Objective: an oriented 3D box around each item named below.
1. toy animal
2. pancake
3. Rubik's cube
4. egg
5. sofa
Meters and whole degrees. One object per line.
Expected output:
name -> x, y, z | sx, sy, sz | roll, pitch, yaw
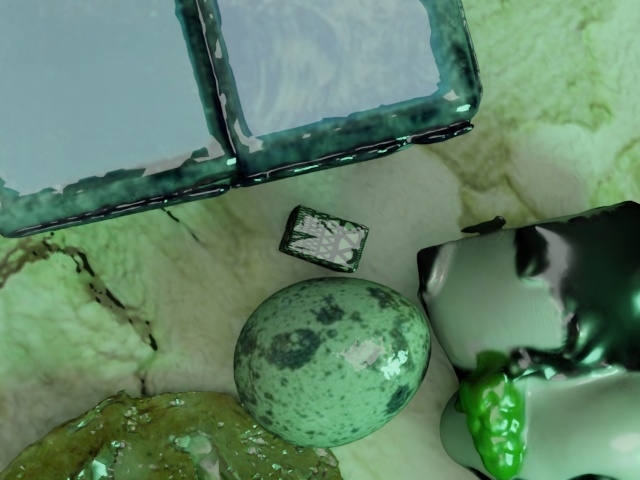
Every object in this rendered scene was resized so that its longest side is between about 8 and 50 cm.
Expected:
toy animal -> 0.185, 0.105, 0.853 | 0.212, 0.212, 0.267 | -7, 84, -5
pancake -> -0.113, 0.281, 0.854 | 0.356, 0.065, 0.356 | 6, 73, -19
Rubik's cube -> -0.094, -0.186, 0.778 | 0.316, 0.313, 0.318 | -13, 92, -4
egg -> 0.010, 0.092, 0.862 | 0.172, 0.132, 0.132 | -22, 92, 37
sofa -> 0.000, 0.000, 0.880 | 0.060, 0.118, 0.039 | 21, 87, -4
